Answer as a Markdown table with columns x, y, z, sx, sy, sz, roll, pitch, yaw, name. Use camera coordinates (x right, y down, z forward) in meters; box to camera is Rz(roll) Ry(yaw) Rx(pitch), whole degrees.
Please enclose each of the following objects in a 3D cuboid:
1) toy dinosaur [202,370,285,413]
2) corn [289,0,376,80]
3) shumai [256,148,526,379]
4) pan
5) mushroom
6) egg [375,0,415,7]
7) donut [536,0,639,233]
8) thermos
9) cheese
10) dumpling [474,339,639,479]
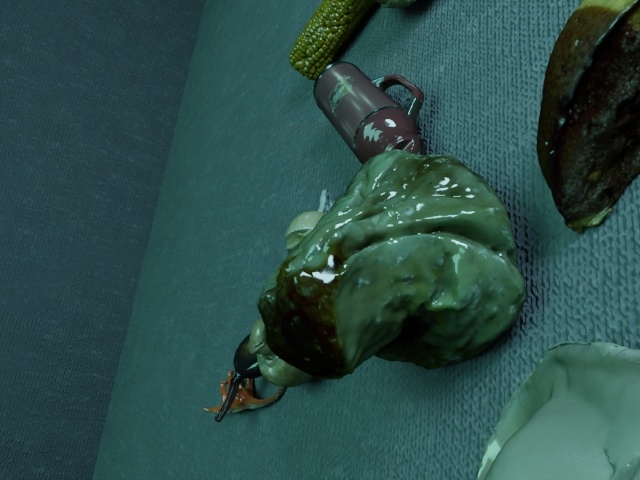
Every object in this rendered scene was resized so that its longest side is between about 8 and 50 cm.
| x | y | z | sx | sy | sz | roll | pitch | yaw | name |
| --- | --- | --- | --- | --- | --- | --- | --- | --- | --- |
| -0.165 | 0.323 | 0.995 | 0.279 | 0.055 | 0.102 | -42 | 52 | 38 | toy dinosaur |
| 0.037 | -0.494 | 1.041 | 0.313 | 0.101 | 0.102 | -47 | 39 | 35 | corn |
| 0.040 | 0.026 | 0.564 | 0.309 | 0.263 | 0.304 | -42 | 63 | 46 | shumai |
| -0.159 | 0.268 | 0.953 | 0.114 | 0.040 | 0.212 | 18 | 69 | 54 | pan |
| -0.057 | 0.171 | 0.827 | 0.166 | 0.127 | 0.167 | -26 | 53 | 41 | mushroom |
| 0.140 | -0.505 | 0.829 | 0.201 | 0.164 | 0.165 | 37 | 106 | 54 | egg |
| 0.284 | -0.164 | 0.446 | 0.295 | 0.151 | 0.112 | -58 | 24 | 24 | donut |
| 0.097 | -0.209 | 0.806 | 0.136 | 0.110 | 0.330 | -23 | 41 | -2 | thermos |
| 0.009 | 0.014 | 0.833 | 0.070 | 0.164 | 0.249 | -16 | 16 | 21 | cheese |
| 0.195 | 0.260 | 0.364 | 0.260 | 0.181 | 0.342 | -159 | 52 | -85 | dumpling |
